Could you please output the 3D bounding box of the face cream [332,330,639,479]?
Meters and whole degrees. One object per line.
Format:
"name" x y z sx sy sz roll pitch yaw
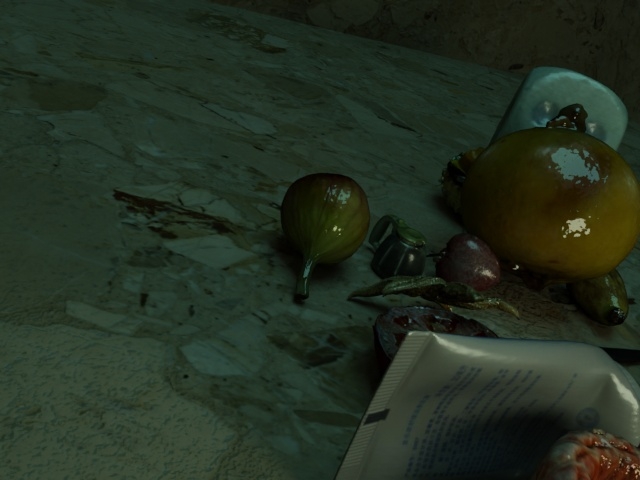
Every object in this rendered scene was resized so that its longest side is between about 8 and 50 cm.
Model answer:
"face cream" 0.221 0.208 0.863 0.420 0.235 0.137 6 29 -32

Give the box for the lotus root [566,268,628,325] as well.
"lotus root" 0.547 0.111 1.449 0.108 0.094 0.191 -2 37 0

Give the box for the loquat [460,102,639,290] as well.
"loquat" 0.431 -0.087 1.391 0.328 0.360 0.328 15 -8 2

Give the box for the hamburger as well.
"hamburger" 0.390 -0.108 1.675 0.261 0.139 0.243 34 31 24

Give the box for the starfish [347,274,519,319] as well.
"starfish" 0.184 0.088 1.159 0.277 0.062 0.236 11 -4 1

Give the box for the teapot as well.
"teapot" 0.134 0.013 1.312 0.124 0.091 0.092 31 26 17

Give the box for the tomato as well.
"tomato" 0.166 0.178 1.033 0.225 0.085 0.225 14 27 -7

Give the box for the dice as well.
"dice" 0.574 -0.249 1.840 0.262 0.265 0.268 26 -8 6

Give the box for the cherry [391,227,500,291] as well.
"cherry" 0.225 0.021 1.350 0.225 0.107 0.090 29 25 19

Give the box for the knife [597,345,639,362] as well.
"knife" 0.523 0.204 1.329 0.230 0.028 0.060 4 19 -35

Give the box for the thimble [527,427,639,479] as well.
"thimble" 0.307 0.334 0.769 0.239 0.162 0.239 20 27 -11

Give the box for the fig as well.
"fig" 0.012 -0.001 1.211 0.143 0.160 0.231 13 48 -32
